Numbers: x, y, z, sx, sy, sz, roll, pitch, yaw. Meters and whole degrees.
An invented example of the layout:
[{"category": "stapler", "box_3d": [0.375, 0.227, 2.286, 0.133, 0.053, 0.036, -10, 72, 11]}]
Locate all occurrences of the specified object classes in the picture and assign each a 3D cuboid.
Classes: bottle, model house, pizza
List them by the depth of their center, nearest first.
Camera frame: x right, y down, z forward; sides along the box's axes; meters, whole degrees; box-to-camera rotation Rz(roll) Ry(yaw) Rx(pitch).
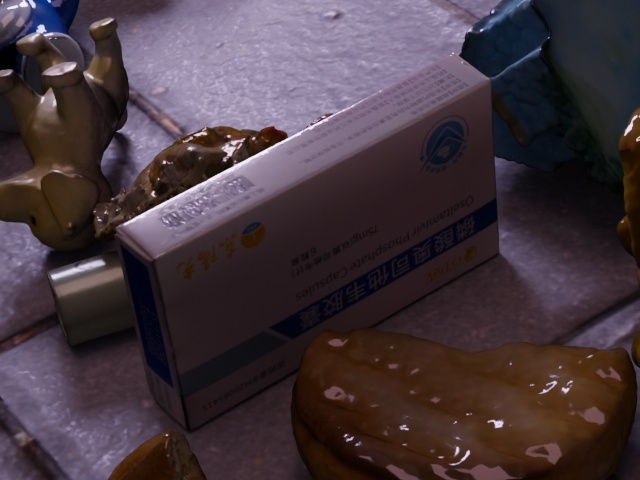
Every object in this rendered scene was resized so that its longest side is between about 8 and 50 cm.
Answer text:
[{"category": "pizza", "box_3d": [-0.118, -0.056, 1.704, 0.189, 0.071, 0.297, -21, 3, 6]}, {"category": "bottle", "box_3d": [-0.138, 0.031, 1.710, 0.201, 0.072, 0.072, -18, 40, -10]}, {"category": "model house", "box_3d": [0.235, -0.142, 1.794, 0.261, 0.226, 0.241, -40, 11, -37]}]

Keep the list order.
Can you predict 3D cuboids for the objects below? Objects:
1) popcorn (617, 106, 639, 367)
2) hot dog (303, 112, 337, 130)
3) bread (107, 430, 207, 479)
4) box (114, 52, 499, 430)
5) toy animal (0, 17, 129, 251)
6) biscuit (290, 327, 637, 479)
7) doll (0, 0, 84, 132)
[{"category": "popcorn", "box_3d": [0.348, 0.014, 1.450, 0.316, 0.297, 0.281, 44, 30, -2]}, {"category": "hot dog", "box_3d": [0.038, -0.069, 1.801, 0.099, 0.065, 0.147, -28, 36, -23]}, {"category": "bread", "box_3d": [-0.118, 0.204, 1.446, 0.154, 0.136, 0.054, 22, 31, 28]}, {"category": "box", "box_3d": [0.000, 0.000, 1.622, 0.343, 0.200, 0.065, -29, 45, -23]}, {"category": "toy animal", "box_3d": [-0.245, -0.106, 1.824, 0.121, 0.169, 0.233, -10, 37, 19]}, {"category": "biscuit", "box_3d": [0.102, 0.149, 1.504, 0.274, 0.091, 0.213, 9, 40, 19]}, {"category": "doll", "box_3d": [-0.330, -0.233, 2.011, 0.215, 0.161, 0.257, -35, 43, 8]}]
